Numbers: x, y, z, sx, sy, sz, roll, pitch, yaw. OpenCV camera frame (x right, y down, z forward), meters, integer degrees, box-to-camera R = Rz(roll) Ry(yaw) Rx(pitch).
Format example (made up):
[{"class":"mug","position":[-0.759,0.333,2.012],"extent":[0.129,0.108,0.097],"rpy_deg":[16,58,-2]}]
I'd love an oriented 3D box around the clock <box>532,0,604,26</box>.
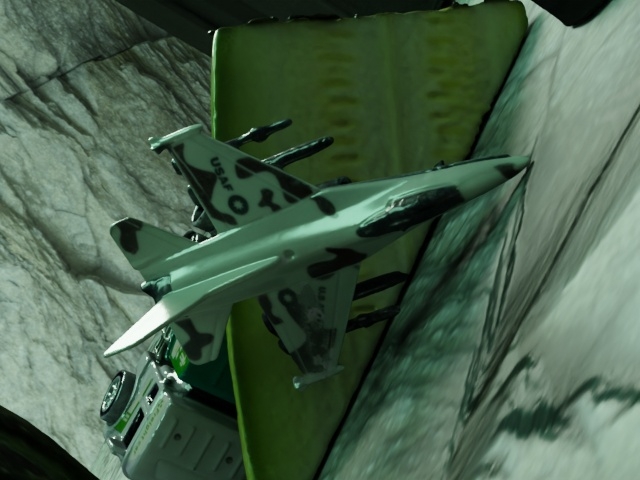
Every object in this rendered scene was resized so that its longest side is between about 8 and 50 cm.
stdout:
[{"class":"clock","position":[0.154,-0.196,0.843],"extent":[0.184,0.040,0.184],"rpy_deg":[-60,7,12]}]

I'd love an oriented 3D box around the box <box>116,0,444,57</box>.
[{"class":"box","position":[-0.038,-0.300,1.470],"extent":[0.251,0.345,0.204],"rpy_deg":[-63,7,-24]}]

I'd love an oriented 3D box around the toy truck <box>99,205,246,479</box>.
[{"class":"toy truck","position":[-0.048,0.053,1.105],"extent":[0.253,0.114,0.124],"rpy_deg":[-62,17,6]}]

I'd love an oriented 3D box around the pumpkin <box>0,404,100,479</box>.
[{"class":"pumpkin","position":[-0.226,0.256,0.598],"extent":[0.454,0.344,0.454],"rpy_deg":[-44,16,16]}]

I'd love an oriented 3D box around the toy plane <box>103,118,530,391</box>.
[{"class":"toy plane","position":[-0.004,-0.005,0.846],"extent":[0.234,0.160,0.082],"rpy_deg":[-25,20,13]}]

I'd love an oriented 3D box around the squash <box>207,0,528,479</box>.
[{"class":"squash","position":[0.031,0.015,0.974],"extent":[0.111,0.203,0.288],"rpy_deg":[145,117,-72]}]
